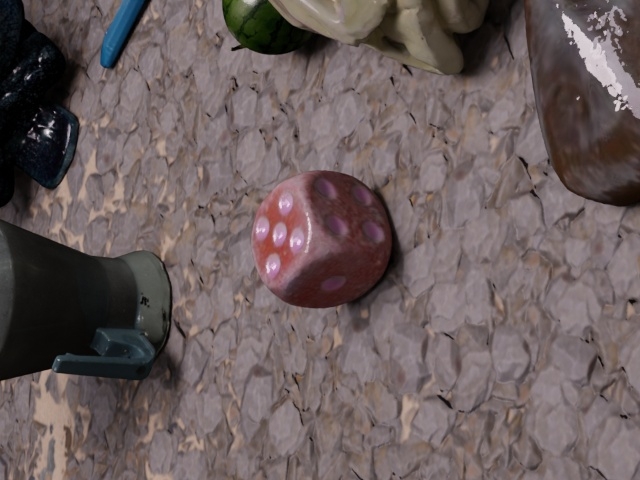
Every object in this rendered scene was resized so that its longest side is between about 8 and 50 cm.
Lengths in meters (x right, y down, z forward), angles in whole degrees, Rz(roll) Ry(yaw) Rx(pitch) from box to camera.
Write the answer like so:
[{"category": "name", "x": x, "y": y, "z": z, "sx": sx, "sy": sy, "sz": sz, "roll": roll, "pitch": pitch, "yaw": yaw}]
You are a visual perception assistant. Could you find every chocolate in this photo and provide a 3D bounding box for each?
[{"category": "chocolate", "x": 0.206, "y": -0.155, "z": 1.282, "sx": 0.157, "sy": 0.080, "sz": 0.254, "roll": -24, "pitch": 64, "yaw": 49}]

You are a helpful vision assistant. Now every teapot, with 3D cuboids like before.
[{"category": "teapot", "x": -0.270, "y": 0.074, "z": 1.754, "sx": 0.203, "sy": 0.225, "sz": 0.171, "roll": 46, "pitch": 122, "yaw": 46}]

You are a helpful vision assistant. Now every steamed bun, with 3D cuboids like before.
[{"category": "steamed bun", "x": 0.030, "y": -0.295, "z": 1.446, "sx": 0.280, "sy": 0.207, "sz": 0.268, "roll": 32, "pitch": 108, "yaw": 50}]

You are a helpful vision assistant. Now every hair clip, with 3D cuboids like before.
[{"category": "hair clip", "x": -0.403, "y": -0.150, "z": 1.999, "sx": 0.194, "sy": 0.206, "sz": 0.310, "roll": 40, "pitch": 110, "yaw": 43}]

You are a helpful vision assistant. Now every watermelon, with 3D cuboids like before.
[{"category": "watermelon", "x": -0.044, "y": -0.219, "z": 1.624, "sx": 0.109, "sy": 0.109, "sz": 0.109, "roll": -16, "pitch": 70, "yaw": 51}]

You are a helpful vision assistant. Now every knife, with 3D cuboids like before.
[{"category": "knife", "x": -0.177, "y": -0.307, "z": 1.880, "sx": 0.296, "sy": 0.026, "sz": 0.044, "roll": -58, "pitch": 39, "yaw": 32}]

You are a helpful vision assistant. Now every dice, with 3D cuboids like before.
[{"category": "dice", "x": 0.000, "y": 0.000, "z": 1.514, "sx": 0.094, "sy": 0.093, "sz": 0.091, "roll": -44, "pitch": 50, "yaw": 39}]
